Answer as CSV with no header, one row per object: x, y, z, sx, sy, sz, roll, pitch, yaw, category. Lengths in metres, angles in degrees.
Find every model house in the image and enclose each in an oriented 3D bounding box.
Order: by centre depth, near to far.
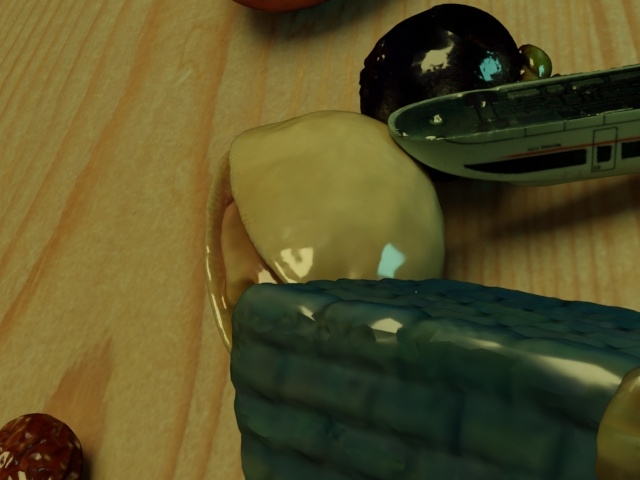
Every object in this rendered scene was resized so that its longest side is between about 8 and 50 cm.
0.077,0.219,0.470,0.395,0.400,0.445,14,59,35,model house

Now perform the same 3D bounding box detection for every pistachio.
0.000,0.000,0.834,0.230,0.230,0.309,-14,35,17,pistachio

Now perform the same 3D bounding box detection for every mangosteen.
0.155,-0.151,0.954,0.230,0.194,0.194,8,45,-10,mangosteen

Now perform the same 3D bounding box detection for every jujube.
-0.294,0.250,0.864,0.112,0.109,0.176,20,45,-1,jujube

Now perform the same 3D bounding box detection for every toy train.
0.266,-0.105,0.827,0.407,0.088,0.086,-8,37,2,toy train

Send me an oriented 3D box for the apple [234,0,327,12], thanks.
-0.038,-0.512,1.269,0.364,0.364,0.364,-16,44,16,apple
